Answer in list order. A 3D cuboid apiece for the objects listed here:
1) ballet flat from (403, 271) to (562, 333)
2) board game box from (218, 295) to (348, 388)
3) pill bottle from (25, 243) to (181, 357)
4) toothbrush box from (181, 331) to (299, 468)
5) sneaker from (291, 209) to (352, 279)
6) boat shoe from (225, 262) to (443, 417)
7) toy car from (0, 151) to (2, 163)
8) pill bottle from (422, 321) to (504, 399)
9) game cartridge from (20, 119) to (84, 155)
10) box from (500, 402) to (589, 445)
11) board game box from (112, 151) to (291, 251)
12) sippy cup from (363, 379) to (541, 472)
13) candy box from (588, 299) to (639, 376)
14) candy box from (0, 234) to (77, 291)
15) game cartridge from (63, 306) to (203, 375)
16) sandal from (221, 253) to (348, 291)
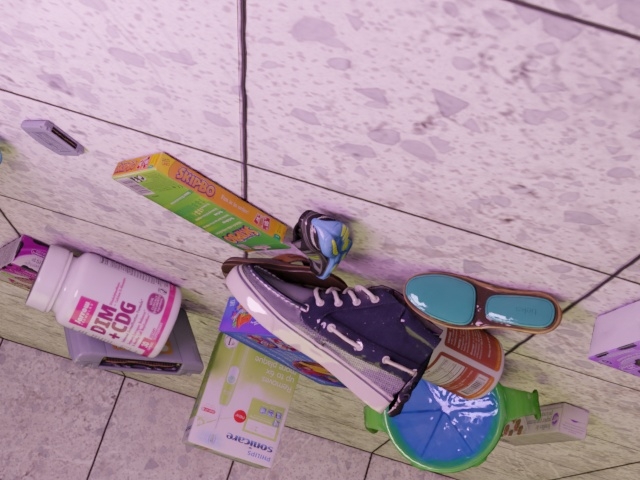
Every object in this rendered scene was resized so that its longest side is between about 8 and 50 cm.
[{"bbox_3d":[0.238,0.099,1.364,0.232,0.080,0.073,12,175,19],"label":"ballet flat"},{"bbox_3d":[-0.008,0.221,1.919,0.233,0.078,0.347,0,155,41],"label":"board game box"},{"bbox_3d":[-0.442,0.121,1.893,0.283,0.160,0.160,23,161,-17],"label":"pill bottle"},{"bbox_3d":[-0.181,0.373,2.190,0.206,0.283,0.122,21,162,-10],"label":"toothbrush box"},{"bbox_3d":[0.000,0.000,1.330,0.078,0.067,0.188,36,167,12],"label":"sneaker"},{"bbox_3d":[0.029,0.107,1.422,0.340,0.158,0.127,37,-167,-1],"label":"boat shoe"},{"bbox_3d":[-0.637,-0.145,1.340,0.210,0.219,0.238,-4,123,49],"label":"toy car"},{"bbox_3d":[0.195,0.176,1.545,0.216,0.121,0.121,29,158,-29],"label":"pill bottle"},{"bbox_3d":[-0.380,-0.145,1.307,0.056,0.017,0.083,2,156,30],"label":"game cartridge"},{"bbox_3d":[0.481,0.410,2.046,0.067,0.063,0.324,19,162,-8],"label":"box"},{"bbox_3d":[-0.167,-0.049,1.359,0.259,0.039,0.124,34,156,-34],"label":"board game box"},{"bbox_3d":[0.258,0.337,1.820,0.305,0.240,0.224,29,178,21],"label":"sippy cup"},{"bbox_3d":[0.500,0.152,1.277,0.196,0.070,0.165,20,161,-5],"label":"candy box"},{"bbox_3d":[-0.621,0.064,2.033,0.159,0.071,0.233,26,160,-25],"label":"candy box"},{"bbox_3d":[-0.411,0.201,2.022,0.297,0.198,0.062,10,131,-35],"label":"game cartridge"},{"bbox_3d":[-0.054,0.057,1.513,0.219,0.060,0.090,9,135,20],"label":"sandal"}]
